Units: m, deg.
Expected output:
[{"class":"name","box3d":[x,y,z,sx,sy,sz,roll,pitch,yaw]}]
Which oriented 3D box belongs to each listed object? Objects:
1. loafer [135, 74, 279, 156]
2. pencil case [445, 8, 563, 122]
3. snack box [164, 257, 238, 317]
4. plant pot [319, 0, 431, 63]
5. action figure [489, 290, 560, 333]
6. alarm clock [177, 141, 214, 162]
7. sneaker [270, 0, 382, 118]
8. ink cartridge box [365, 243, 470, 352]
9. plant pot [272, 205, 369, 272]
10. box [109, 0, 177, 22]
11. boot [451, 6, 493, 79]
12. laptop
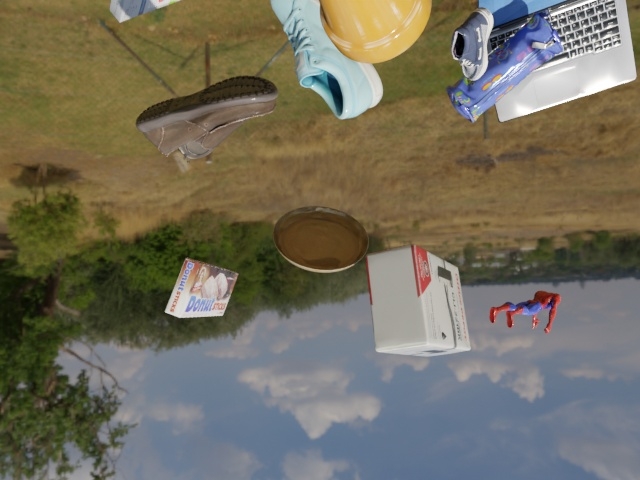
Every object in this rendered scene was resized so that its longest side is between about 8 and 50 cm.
[{"class":"loafer","box3d":[-0.266,-0.303,1.312,0.365,0.130,0.134,-10,-141,15]},{"class":"pencil case","box3d":[0.473,-0.440,1.363,0.306,0.119,0.133,-38,-160,20]},{"class":"snack box","box3d":[-0.142,0.062,0.660,0.022,0.064,0.178,20,175,7]},{"class":"plant pot","box3d":[0.074,-0.446,0.925,0.205,0.205,0.188,-3,173,22]},{"class":"action figure","box3d":[0.618,0.229,1.556,0.280,0.139,0.091,-14,-165,-32]},{"class":"alarm clock","box3d":[-0.334,-0.308,1.489,0.064,0.192,0.129,40,179,33]},{"class":"sneaker","box3d":[-0.013,-0.439,1.221,0.150,0.366,0.135,-41,180,-32]},{"class":"ink cartridge box","box3d":[0.213,0.137,1.121,0.114,0.197,0.272,-14,161,28]},{"class":"plant pot","box3d":[0.000,0.000,1.301,0.236,0.032,0.236,4,-138,-4]},{"class":"box","box3d":[-0.332,-0.532,1.080,0.186,0.038,0.145,-41,-176,-34]},{"class":"boot","box3d":[0.320,-0.412,1.165,0.086,0.069,0.190,-41,152,-13]},{"class":"laptop","box3d":[0.622,-0.534,1.357,0.381,0.408,0.236,-16,-160,14]}]
